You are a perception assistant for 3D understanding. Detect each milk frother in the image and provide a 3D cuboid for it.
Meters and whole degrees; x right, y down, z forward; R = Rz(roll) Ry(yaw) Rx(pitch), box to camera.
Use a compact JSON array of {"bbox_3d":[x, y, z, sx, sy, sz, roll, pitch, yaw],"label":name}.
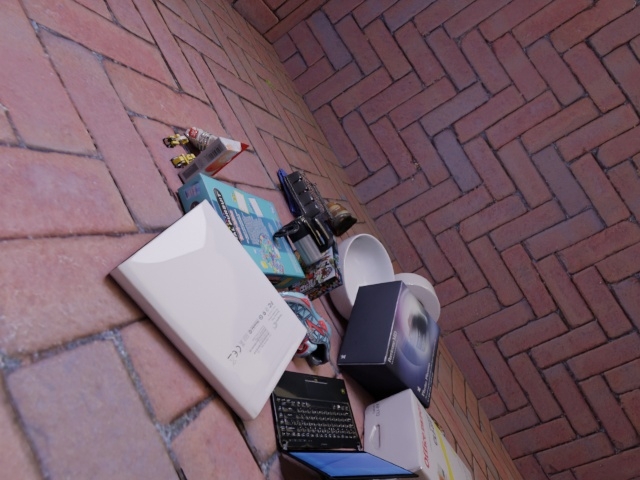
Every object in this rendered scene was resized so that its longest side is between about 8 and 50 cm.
[{"bbox_3d":[-0.053,0.007,1.172,0.143,0.129,0.135,-34,95,-31],"label":"milk frother"}]

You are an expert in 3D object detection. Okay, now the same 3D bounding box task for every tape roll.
[{"bbox_3d":[0.377,0.289,1.850,0.286,0.286,0.100,53,18,-19],"label":"tape roll"}]

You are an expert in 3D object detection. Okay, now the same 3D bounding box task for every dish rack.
[{"bbox_3d":[-0.034,-0.164,1.696,0.208,0.074,0.271,63,12,14],"label":"dish rack"}]

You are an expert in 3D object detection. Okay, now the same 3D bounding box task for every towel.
[{"bbox_3d":[-0.061,-0.144,1.783,0.336,0.040,0.243,38,25,-55],"label":"towel"}]

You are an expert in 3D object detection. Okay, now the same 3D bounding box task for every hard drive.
[{"bbox_3d":[-0.184,0.124,0.790,0.353,0.047,0.233,55,39,-16],"label":"hard drive"}]

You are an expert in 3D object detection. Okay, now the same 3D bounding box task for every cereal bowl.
[{"bbox_3d":[0.134,0.151,1.537,0.339,0.141,0.339,20,64,-47],"label":"cereal bowl"}]

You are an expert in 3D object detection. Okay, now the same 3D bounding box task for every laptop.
[{"bbox_3d":[0.037,0.371,0.863,0.234,0.136,0.264,23,35,-36],"label":"laptop"}]

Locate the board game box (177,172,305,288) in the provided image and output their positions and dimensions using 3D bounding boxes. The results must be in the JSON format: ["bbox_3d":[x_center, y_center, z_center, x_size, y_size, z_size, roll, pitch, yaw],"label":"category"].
[{"bbox_3d":[-0.188,-0.007,1.074,0.254,0.079,0.336,65,18,17],"label":"board game box"}]

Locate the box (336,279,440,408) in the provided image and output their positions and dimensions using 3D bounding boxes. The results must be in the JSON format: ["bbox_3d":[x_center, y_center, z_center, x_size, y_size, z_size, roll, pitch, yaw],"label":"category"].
[{"bbox_3d":[0.233,0.337,1.350,0.294,0.182,0.296,47,46,-31],"label":"box"}]

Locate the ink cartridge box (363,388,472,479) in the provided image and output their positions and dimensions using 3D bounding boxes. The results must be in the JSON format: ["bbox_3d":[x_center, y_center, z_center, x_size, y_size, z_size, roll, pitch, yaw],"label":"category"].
[{"bbox_3d":[0.287,0.657,1.150,0.385,0.160,0.279,54,17,-15],"label":"ink cartridge box"}]

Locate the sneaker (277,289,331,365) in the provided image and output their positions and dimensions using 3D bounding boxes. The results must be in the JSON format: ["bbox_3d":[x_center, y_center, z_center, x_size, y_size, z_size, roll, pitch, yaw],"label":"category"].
[{"bbox_3d":[-0.045,0.225,1.047,0.262,0.104,0.125,46,23,-36],"label":"sneaker"}]

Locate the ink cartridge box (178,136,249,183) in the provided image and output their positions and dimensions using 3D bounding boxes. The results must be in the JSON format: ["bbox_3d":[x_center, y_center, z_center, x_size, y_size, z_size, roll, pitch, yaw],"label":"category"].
[{"bbox_3d":[-0.261,-0.198,1.082,0.045,0.145,0.179,56,15,5],"label":"ink cartridge box"}]

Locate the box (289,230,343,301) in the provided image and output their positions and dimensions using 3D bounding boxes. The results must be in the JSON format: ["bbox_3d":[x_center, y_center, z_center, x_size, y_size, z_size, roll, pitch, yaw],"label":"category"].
[{"bbox_3d":[-0.019,0.083,1.268,0.044,0.159,0.233,52,18,-29],"label":"box"}]

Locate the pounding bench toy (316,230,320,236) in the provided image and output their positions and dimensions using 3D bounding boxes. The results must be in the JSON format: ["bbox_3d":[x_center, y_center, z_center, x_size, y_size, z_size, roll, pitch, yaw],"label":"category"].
[{"bbox_3d":[0.000,0.000,1.603,0.052,0.083,0.065,32,30,-57],"label":"pounding bench toy"}]

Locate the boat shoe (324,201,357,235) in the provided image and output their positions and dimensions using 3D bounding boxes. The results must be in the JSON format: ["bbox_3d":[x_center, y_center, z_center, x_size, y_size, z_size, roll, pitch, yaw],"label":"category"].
[{"bbox_3d":[0.088,-0.112,1.959,0.120,0.122,0.324,50,0,13],"label":"boat shoe"}]

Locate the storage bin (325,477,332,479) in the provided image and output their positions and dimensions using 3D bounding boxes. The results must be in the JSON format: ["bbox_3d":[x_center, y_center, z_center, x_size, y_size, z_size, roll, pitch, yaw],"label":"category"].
[{"bbox_3d":[0.070,0.524,0.889,0.135,0.098,0.091,41,34,-46],"label":"storage bin"}]

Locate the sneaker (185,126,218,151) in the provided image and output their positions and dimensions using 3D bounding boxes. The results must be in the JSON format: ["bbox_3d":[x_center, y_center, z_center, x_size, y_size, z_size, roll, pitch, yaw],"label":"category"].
[{"bbox_3d":[-0.317,-0.268,1.128,0.075,0.057,0.161,30,0,-41],"label":"sneaker"}]

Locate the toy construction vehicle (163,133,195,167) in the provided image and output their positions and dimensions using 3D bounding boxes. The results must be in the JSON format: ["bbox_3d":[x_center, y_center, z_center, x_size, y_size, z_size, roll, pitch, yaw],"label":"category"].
[{"bbox_3d":[-0.352,-0.229,1.064,0.086,0.035,0.098,59,16,-1],"label":"toy construction vehicle"}]

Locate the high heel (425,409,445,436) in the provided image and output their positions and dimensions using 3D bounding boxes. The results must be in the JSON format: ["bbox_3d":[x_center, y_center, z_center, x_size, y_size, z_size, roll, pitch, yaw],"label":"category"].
[{"bbox_3d":[0.359,0.605,1.406,0.261,0.186,0.093,18,84,-53],"label":"high heel"}]
